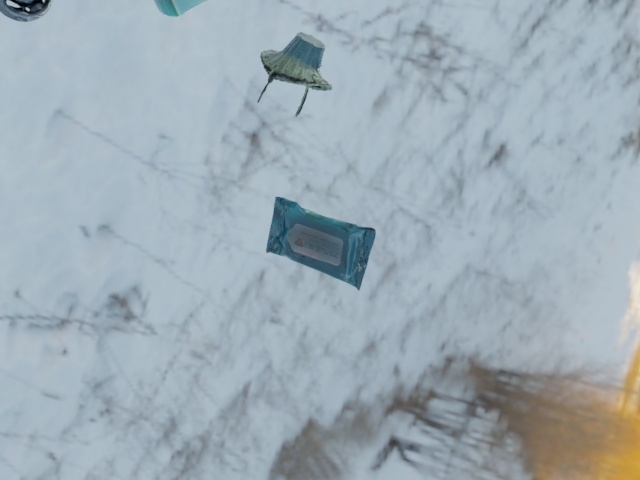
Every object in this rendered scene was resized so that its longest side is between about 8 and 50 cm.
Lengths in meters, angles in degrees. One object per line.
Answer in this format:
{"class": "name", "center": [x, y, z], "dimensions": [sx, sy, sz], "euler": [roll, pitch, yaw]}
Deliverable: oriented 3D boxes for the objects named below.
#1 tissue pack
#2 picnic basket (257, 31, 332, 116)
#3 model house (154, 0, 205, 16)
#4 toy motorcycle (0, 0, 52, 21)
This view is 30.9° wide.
{"class": "tissue pack", "center": [0.000, 0.000, 1.433], "dimensions": [0.028, 0.138, 0.085], "euler": [-31, 139, -55]}
{"class": "picnic basket", "center": [-0.028, -0.167, 1.167], "dimensions": [0.065, 0.083, 0.083], "euler": [3, 119, -55]}
{"class": "model house", "center": [-0.112, -0.276, 0.994], "dimensions": [0.100, 0.127, 0.148], "euler": [68, 43, -73]}
{"class": "toy motorcycle", "center": [-0.260, -0.286, 0.981], "dimensions": [0.061, 0.124, 0.193], "euler": [-5, -116, 67]}
